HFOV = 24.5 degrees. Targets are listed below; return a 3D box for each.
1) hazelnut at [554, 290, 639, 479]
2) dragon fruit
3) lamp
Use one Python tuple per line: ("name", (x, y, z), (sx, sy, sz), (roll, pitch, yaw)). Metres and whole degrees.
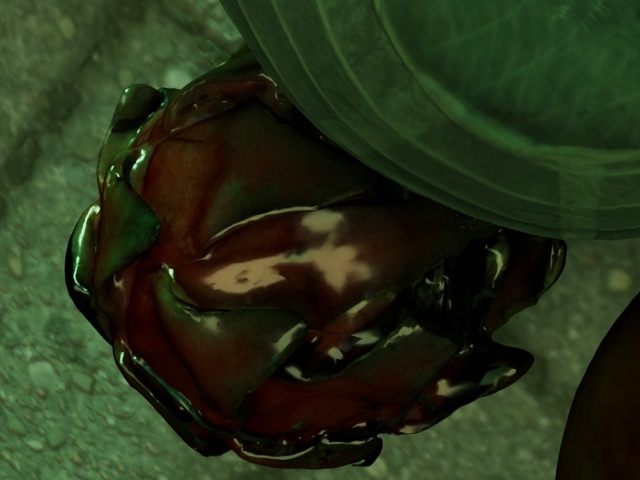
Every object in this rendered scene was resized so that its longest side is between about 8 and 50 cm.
("hazelnut", (0.185, 0.083, 0.470), (0.229, 0.229, 0.229), (16, 125, 23))
("dragon fruit", (-0.005, 0.005, 0.566), (0.182, 0.182, 0.188), (35, 136, 9))
("lamp", (0.068, -0.131, 0.402), (0.233, 0.233, 0.265), (-25, 125, 39))
